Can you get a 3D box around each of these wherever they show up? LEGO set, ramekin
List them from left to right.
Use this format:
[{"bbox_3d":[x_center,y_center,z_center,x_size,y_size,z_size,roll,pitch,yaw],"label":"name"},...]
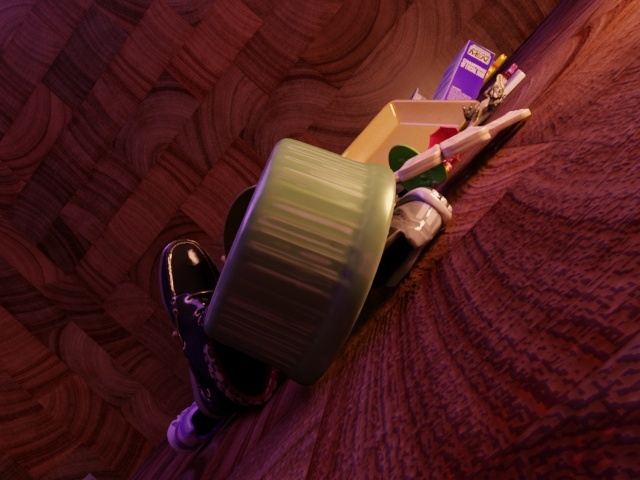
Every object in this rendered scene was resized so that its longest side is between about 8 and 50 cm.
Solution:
[{"bbox_3d":[-0.036,0.018,0.622,0.303,0.148,0.304,-158,90,-83],"label":"ramekin"},{"bbox_3d":[0.615,-0.584,1.624,0.093,0.087,0.227,-48,1,41],"label":"LEGO set"}]

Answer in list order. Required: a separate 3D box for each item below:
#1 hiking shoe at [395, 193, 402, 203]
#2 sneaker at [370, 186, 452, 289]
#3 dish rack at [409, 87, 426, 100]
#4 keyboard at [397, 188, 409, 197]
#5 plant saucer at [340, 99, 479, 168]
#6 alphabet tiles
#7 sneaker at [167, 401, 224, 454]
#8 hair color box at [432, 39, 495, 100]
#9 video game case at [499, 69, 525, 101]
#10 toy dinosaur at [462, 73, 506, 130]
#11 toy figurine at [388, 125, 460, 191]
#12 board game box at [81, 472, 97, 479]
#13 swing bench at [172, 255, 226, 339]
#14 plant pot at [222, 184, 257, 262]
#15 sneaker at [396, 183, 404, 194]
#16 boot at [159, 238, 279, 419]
[{"bbox_3d":[0.109,-0.007,0.785,0.114,0.086,0.227,-57,-7,-5],"label":"hiking shoe"},{"bbox_3d":[0.072,0.022,0.651,0.132,0.086,0.229,-51,3,-35],"label":"sneaker"},{"bbox_3d":[0.284,-0.360,1.707,0.333,0.072,0.286,129,165,-80],"label":"dish rack"},{"bbox_3d":[0.180,-0.060,1.264,0.202,0.033,0.317,-55,4,-26],"label":"keyboard"},{"bbox_3d":[0.252,-0.278,1.390,0.332,0.081,0.333,18,61,46],"label":"plant saucer"},{"bbox_3d":[0.206,-0.153,0.809,0.277,0.021,0.284,-26,6,18],"label":"alphabet tiles"},{"bbox_3d":[-0.225,0.351,1.034,0.104,0.095,0.236,-37,13,49],"label":"sneaker"},{"bbox_3d":[0.439,-0.463,1.580,0.185,0.110,0.339,133,162,-77],"label":"hair color box"},{"bbox_3d":[0.494,-0.400,1.309,0.157,0.019,0.143,-47,1,29],"label":"video game case"},{"bbox_3d":[0.394,-0.318,1.179,0.268,0.064,0.118,-49,-14,-5],"label":"toy dinosaur"},{"bbox_3d":[0.263,-0.196,1.049,0.159,0.130,0.173,-38,19,-20],"label":"toy figurine"},{"bbox_3d":[-0.465,0.569,0.884,0.142,0.144,0.275,-48,-1,-20],"label":"board game box"},{"bbox_3d":[-0.201,0.208,1.180,0.165,0.254,0.253,-59,6,-35],"label":"swing bench"},{"bbox_3d":[0.000,0.000,0.988,0.293,0.275,0.275,-20,-21,-50],"label":"plant pot"},{"bbox_3d":[0.195,-0.168,1.699,0.135,0.150,0.366,-46,1,42],"label":"sneaker"},{"bbox_3d":[-0.197,0.143,0.888,0.138,0.378,0.284,-9,-14,-27],"label":"boot"}]
